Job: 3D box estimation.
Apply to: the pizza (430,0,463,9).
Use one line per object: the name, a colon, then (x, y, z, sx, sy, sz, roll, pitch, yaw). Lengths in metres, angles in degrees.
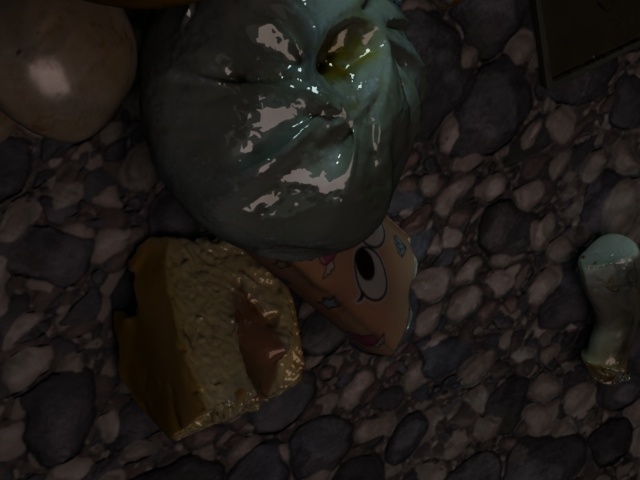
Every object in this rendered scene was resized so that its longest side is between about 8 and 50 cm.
pizza: (0.191, -0.398, 1.898, 0.085, 0.161, 0.305, 1, 119, -62)

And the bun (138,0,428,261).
bun: (-0.021, -0.147, 1.783, 0.354, 0.194, 0.354, 11, 73, -40)

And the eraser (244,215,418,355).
eraser: (0.000, 0.000, 1.995, 0.087, 0.171, 0.290, -18, 139, 32)

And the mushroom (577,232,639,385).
mushroom: (0.395, 0.097, 2.338, 0.092, 0.081, 0.223, -39, 138, -40)

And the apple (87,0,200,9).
apple: (-0.176, -0.398, 1.559, 0.374, 0.384, 0.374, -44, 171, -9)

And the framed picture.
framed picture: (0.367, -0.312, 2.132, 0.250, 0.016, 0.184, -27, 127, -18)

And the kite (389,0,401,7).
kite: (0.088, -0.263, 1.989, 0.078, 0.002, 0.044, 29, 98, -38)

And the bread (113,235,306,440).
bread: (-0.144, 0.120, 2.009, 0.184, 0.224, 0.211, -11, 161, -35)

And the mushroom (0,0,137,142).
mushroom: (-0.283, -0.191, 1.700, 0.206, 0.209, 0.206, 1, 88, -45)
